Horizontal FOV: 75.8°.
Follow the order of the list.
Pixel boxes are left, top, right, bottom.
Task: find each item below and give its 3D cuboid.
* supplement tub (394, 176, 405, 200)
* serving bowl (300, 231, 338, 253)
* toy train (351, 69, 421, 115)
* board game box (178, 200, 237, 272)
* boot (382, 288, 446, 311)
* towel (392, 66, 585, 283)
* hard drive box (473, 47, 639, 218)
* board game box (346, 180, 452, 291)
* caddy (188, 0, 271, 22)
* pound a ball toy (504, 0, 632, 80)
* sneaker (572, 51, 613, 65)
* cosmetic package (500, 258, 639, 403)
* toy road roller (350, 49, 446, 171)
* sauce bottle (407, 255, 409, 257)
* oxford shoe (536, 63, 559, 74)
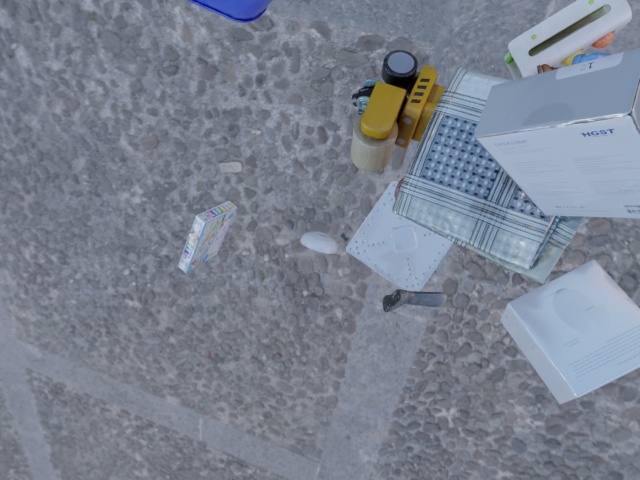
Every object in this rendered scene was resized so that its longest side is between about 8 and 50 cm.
[{"bbox_3d":[0.241,-0.108,1.031,0.106,0.198,0.105,-1,86,16],"label":"supplement tub"},{"bbox_3d":[0.000,0.000,0.873,0.084,0.083,0.027,20,104,7],"label":"serving bowl"},{"bbox_3d":[0.291,-0.549,1.625,0.334,0.142,0.190,2,152,35],"label":"toy train"},{"bbox_3d":[-0.247,-0.008,0.898,0.026,0.103,0.154,39,125,10],"label":"board game box"},{"bbox_3d":[0.381,0.249,1.687,0.209,0.075,0.189,1,158,-22],"label":"boot"},{"bbox_3d":[0.326,-0.126,0.744,0.324,0.056,0.312,28,101,23],"label":"towel"},{"bbox_3d":[0.353,-0.120,0.550,0.232,0.089,0.181,30,166,-35],"label":"hard drive box"},{"bbox_3d":[0.378,-0.008,1.885,0.390,0.050,0.389,35,89,-2],"label":"board game box"},{"bbox_3d":[-0.262,-0.734,1.082,0.179,0.342,0.241,2,87,52],"label":"caddy"},{"bbox_3d":[0.694,-0.553,1.146,0.319,0.208,0.135,-27,88,20],"label":"pound a ball toy"},{"bbox_3d":[0.536,-0.303,0.767,0.188,0.067,0.078,-5,115,-21],"label":"sneaker"},{"bbox_3d":[0.574,0.205,0.917,0.224,0.224,0.138,-27,148,0],"label":"cosmetic package"},{"bbox_3d":[0.243,-0.334,1.137,0.241,0.329,0.202,23,162,8],"label":"toy road roller"},{"bbox_3d":[0.496,-0.005,1.998,0.111,0.344,0.111,30,140,30],"label":"sauce bottle"},{"bbox_3d":[0.598,-0.407,1.027,0.076,0.212,0.075,-17,84,44],"label":"oxford shoe"}]
